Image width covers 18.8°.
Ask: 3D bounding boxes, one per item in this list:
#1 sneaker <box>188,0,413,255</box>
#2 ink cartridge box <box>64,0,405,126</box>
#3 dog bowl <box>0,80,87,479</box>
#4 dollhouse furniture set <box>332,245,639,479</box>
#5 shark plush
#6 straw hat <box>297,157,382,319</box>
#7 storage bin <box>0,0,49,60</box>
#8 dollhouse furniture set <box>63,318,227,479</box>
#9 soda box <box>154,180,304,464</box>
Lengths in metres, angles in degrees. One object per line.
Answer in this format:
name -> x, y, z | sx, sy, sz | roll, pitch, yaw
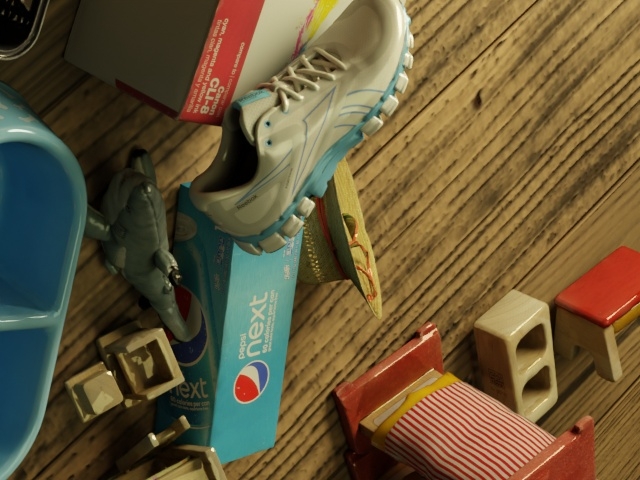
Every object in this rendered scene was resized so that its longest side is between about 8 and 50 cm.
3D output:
sneaker -> -0.014, -0.083, 1.224 | 0.083, 0.071, 0.190 | 31, 92, -46
ink cartridge box -> -0.053, -0.147, 1.298 | 0.176, 0.128, 0.127 | 6, 107, -48
dog bowl -> -0.238, 0.043, 1.248 | 0.166, 0.074, 0.297 | -3, 113, -47
dollhouse furniture set -> 0.214, 0.127, 1.681 | 0.374, 0.201, 0.152 | -35, 133, -28
shark plush -> -0.125, 0.015, 1.358 | 0.073, 0.067, 0.161 | -29, 130, -34
straw hat -> 0.000, 0.000, 1.485 | 0.061, 0.144, 0.144 | -14, 133, 9
storage bin -> -0.241, -0.184, 1.111 | 0.180, 0.084, 0.122 | 8, 105, -50
dollhouse furniture set -> -0.181, 0.167, 1.393 | 0.182, 0.101, 0.161 | -27, 102, -30
soda box -> -0.069, 0.058, 1.442 | 0.071, 0.067, 0.210 | -14, 120, -42
